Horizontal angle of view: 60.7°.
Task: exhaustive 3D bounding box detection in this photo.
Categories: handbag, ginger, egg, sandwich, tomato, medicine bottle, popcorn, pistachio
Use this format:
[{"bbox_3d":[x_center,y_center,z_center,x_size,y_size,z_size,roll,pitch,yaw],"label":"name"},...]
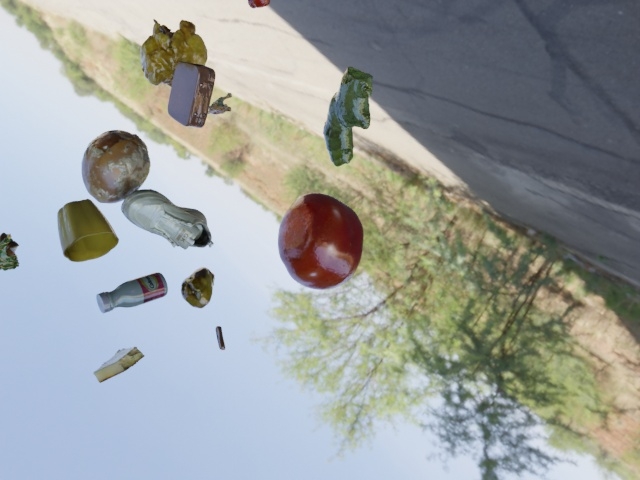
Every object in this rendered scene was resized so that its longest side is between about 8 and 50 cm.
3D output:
[{"bbox_3d":[-0.415,-0.466,1.740,0.151,0.193,0.072,29,-156,35],"label":"handbag"},{"bbox_3d":[0.071,-0.321,1.444,0.137,0.290,0.089,45,-130,12],"label":"ginger"},{"bbox_3d":[-0.613,-0.219,1.635,0.195,0.233,0.195,24,160,9],"label":"egg"},{"bbox_3d":[-0.726,0.441,2.039,0.058,0.162,0.193,62,-166,-9],"label":"sandwich"},{"bbox_3d":[0.000,0.000,1.898,0.290,0.325,0.293,-14,145,33],"label":"tomato"},{"bbox_3d":[-0.622,0.175,1.811,0.217,0.090,0.090,-19,-140,-38],"label":"medicine bottle"},{"bbox_3d":[-0.492,-0.630,1.866,0.190,0.253,0.191,26,-178,23],"label":"popcorn"},{"bbox_3d":[-0.401,0.149,1.784,0.189,0.110,0.100,-100,-3,-65],"label":"pistachio"}]

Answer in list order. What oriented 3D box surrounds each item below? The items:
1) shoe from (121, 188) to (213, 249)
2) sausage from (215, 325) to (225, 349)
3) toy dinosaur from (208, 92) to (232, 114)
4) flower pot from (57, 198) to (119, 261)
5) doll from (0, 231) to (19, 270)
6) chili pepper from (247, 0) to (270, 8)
[{"bbox_3d":[-0.439,-0.042,1.644,0.159,0.124,0.316,46,-164,31],"label":"shoe"},{"bbox_3d":[-0.378,0.371,2.070,0.026,0.026,0.116,31,-161,-34],"label":"sausage"},{"bbox_3d":[-0.389,-0.483,2.026,0.212,0.142,0.057,-22,106,52],"label":"toy dinosaur"},{"bbox_3d":[-0.860,-0.044,1.987,0.179,0.195,0.195,59,-168,18],"label":"flower pot"},{"bbox_3d":[-0.924,0.035,1.589,0.078,0.113,0.077,33,-139,21],"label":"doll"},{"bbox_3d":[-0.181,-0.671,1.438,0.073,0.070,0.123,10,147,43],"label":"chili pepper"}]
